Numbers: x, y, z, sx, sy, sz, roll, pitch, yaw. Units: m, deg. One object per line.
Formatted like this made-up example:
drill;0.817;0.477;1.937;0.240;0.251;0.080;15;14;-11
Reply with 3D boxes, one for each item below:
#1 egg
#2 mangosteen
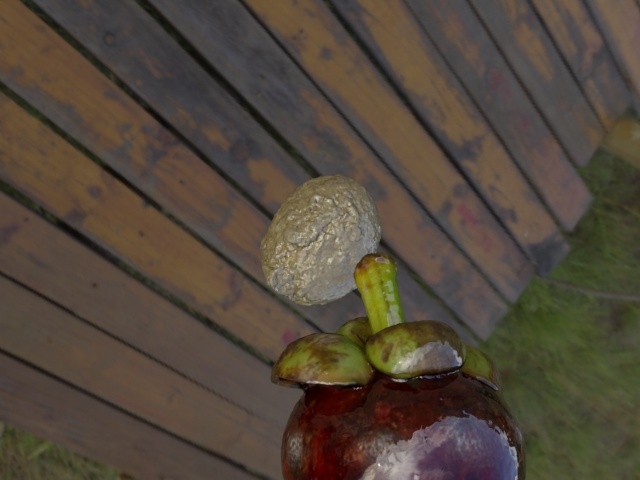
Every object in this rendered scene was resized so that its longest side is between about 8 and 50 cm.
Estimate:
egg;0.000;0.000;0.957;0.118;0.116;0.140;42;66;-43
mangosteen;0.054;0.106;0.586;0.155;0.145;0.182;8;96;-47
